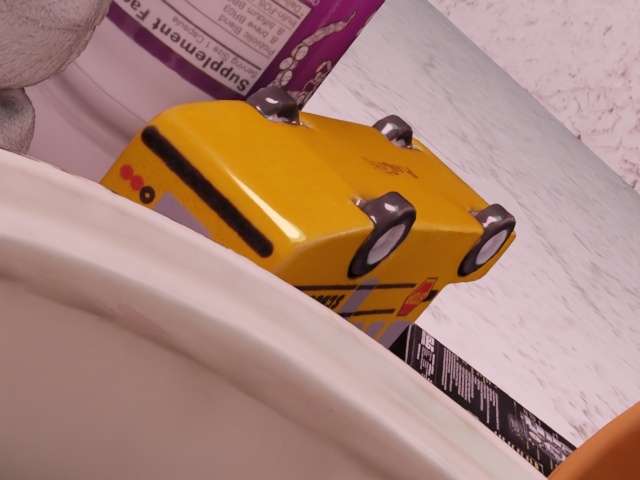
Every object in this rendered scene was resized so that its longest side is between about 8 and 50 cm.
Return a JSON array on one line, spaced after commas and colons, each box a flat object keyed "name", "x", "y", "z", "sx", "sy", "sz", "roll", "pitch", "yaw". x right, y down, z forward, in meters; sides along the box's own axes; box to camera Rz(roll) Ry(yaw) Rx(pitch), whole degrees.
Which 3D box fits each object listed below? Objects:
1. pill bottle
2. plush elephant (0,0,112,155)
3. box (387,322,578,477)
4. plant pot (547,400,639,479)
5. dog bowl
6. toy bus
[{"name": "pill bottle", "x": -0.052, "y": -0.158, "z": 0.881, "sx": 0.169, "sy": 0.301, "sz": 0.169, "roll": 35, "pitch": 16, "yaw": -12}, {"name": "plush elephant", "x": -0.194, "y": -0.175, "z": 0.700, "sx": 0.255, "sy": 0.272, "sz": 0.330, "roll": 39, "pitch": 11, "yaw": -33}, {"name": "box", "x": 0.075, "y": 0.137, "z": 0.749, "sx": 0.147, "sy": 0.077, "sz": 0.180, "roll": 37, "pitch": 15, "yaw": -5}, {"name": "plant pot", "x": 0.215, "y": 0.203, "z": 0.555, "sx": 0.203, "sy": 0.291, "sz": 0.291, "roll": 48, "pitch": 8, "yaw": -33}, {"name": "dog bowl", "x": -0.024, "y": 0.154, "z": 0.334, "sx": 0.408, "sy": 0.150, "sz": 0.408, "roll": 36, "pitch": 16, "yaw": -12}, {"name": "toy bus", "x": 0.000, "y": 0.000, "z": 0.873, "sx": 0.108, "sy": 0.130, "sz": 0.332, "roll": 43, "pitch": 15, "yaw": 19}]
